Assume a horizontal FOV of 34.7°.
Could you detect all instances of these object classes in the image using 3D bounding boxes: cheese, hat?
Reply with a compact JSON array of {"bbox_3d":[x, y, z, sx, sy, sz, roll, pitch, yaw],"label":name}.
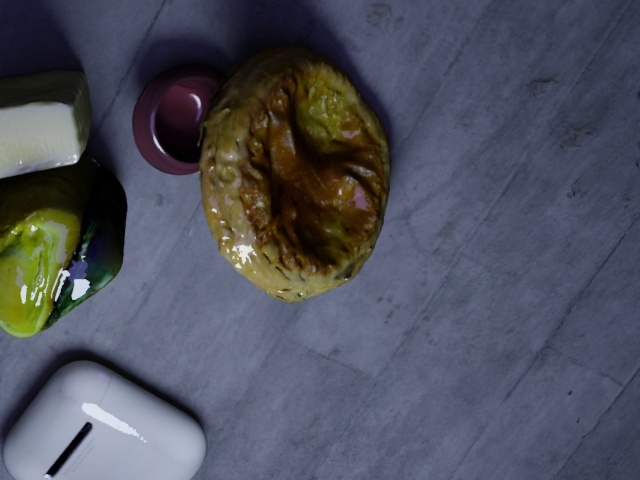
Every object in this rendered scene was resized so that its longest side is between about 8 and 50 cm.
[{"bbox_3d":[-0.502,-0.189,1.664,0.242,0.265,0.124,-8,112,-5],"label":"cheese"},{"bbox_3d":[-0.239,-0.213,1.782,0.205,0.089,0.205,-12,110,-34],"label":"hat"}]

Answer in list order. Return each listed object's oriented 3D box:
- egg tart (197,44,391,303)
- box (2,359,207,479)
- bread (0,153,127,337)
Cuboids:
[{"bbox_3d":[-0.063,-0.111,1.757,0.443,0.178,0.443,2,88,-47],"label":"egg tart"},{"bbox_3d":[-0.418,0.408,2.001,0.349,0.141,0.289,35,105,-20],"label":"box"},{"bbox_3d":[-0.448,-0.015,1.681,0.251,0.376,0.208,-39,116,10],"label":"bread"}]
